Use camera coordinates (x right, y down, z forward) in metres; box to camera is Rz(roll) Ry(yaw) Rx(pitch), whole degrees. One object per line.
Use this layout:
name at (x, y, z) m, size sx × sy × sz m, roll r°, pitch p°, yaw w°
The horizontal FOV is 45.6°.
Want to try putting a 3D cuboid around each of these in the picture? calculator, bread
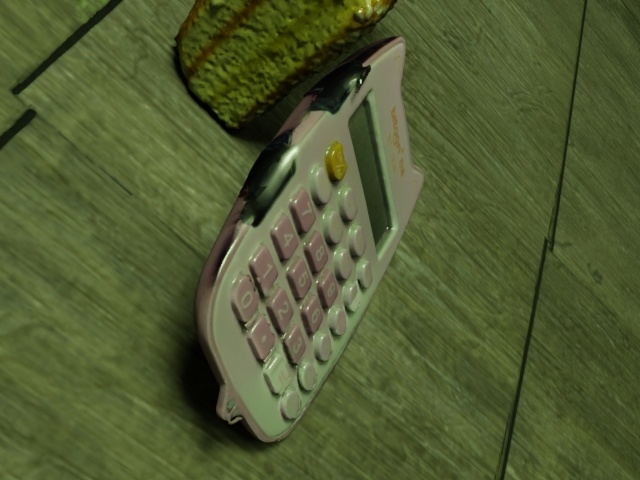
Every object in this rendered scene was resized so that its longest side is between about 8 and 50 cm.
calculator at (-0.001, -0.001, 0.534) m, size 0.294 × 0.043 × 0.194 m, roll -59°, pitch 149°, yaw -34°
bread at (0.001, -0.215, 0.598) m, size 0.110 × 0.184 × 0.234 m, roll 47°, pitch 45°, yaw -16°
